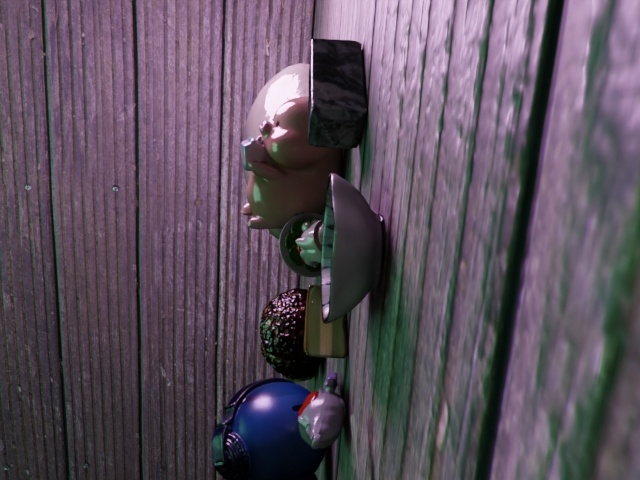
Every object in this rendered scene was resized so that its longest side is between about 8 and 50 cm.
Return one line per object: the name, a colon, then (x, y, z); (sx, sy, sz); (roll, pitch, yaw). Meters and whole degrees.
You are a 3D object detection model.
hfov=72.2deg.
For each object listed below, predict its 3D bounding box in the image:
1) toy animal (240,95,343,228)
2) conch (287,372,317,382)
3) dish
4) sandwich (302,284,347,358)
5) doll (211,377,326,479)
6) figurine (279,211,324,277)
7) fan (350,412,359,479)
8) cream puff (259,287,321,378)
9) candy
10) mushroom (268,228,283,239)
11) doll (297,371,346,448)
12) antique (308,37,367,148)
toy animal: (-0.059, -0.166, 0.910); (0.195, 0.213, 0.256); (-120, 30, -57)
conch: (-0.060, 0.392, 1.320); (0.079, 0.095, 0.201); (62, 169, 7)
dish: (0.038, 0.012, 0.541); (0.191, 0.066, 0.190); (-178, 90, -87)
sandwich: (0.010, 0.136, 0.754); (0.074, 0.074, 0.116); (118, 155, -84)
doll: (-0.093, 0.446, 0.906); (0.240, 0.284, 0.309); (-31, 59, 35)
figurine: (0.000, 0.000, 0.798); (0.154, 0.132, 0.132); (162, 111, -71)
fan: (0.053, 0.388, 0.432); (0.233, 0.012, 0.414); (102, 167, -60)
cream puff: (-0.074, 0.240, 1.149); (0.239, 0.165, 0.239); (180, 90, -86)
candy: (-0.100, -0.247, 1.173); (0.386, 0.186, 0.426); (-57, 39, 42)
mushroom: (-0.069, -0.091, 1.392); (0.206, 0.209, 0.206); (-6, -90, -67)
doll: (0.004, 0.285, 0.723); (0.227, 0.075, 0.102); (30, -107, -85)
antique: (0.024, -0.240, 0.730); (0.086, 0.088, 0.183); (99, 173, -59)
